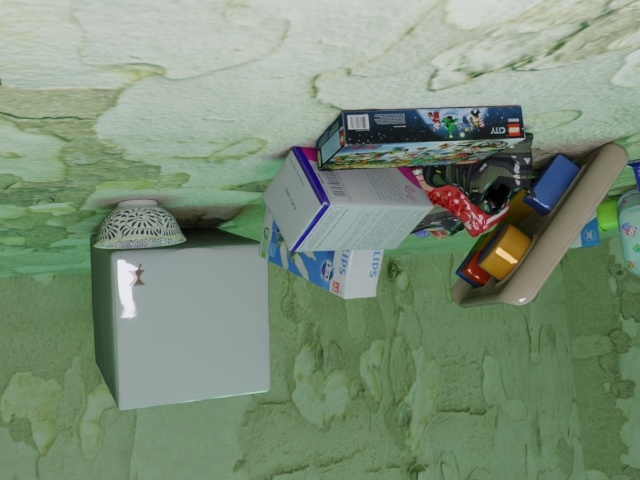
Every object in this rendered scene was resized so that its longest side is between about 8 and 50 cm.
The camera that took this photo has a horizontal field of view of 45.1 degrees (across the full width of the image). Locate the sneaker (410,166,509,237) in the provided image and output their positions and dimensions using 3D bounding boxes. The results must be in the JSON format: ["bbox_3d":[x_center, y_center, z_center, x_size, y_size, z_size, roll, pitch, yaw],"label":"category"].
[{"bbox_3d":[0.232,-0.067,1.345,0.221,0.127,0.087,-6,174,-6],"label":"sneaker"}]

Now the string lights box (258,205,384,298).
[{"bbox_3d":[0.000,0.000,1.363,0.077,0.133,0.260,0,-165,-38],"label":"string lights box"}]

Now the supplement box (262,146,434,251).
[{"bbox_3d":[0.043,-0.059,1.156,0.220,0.111,0.114,-1,142,-38],"label":"supplement box"}]

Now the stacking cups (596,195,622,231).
[{"bbox_3d":[0.817,-0.087,2.006,0.316,0.095,0.096,-16,169,42],"label":"stacking cups"}]

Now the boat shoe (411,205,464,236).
[{"bbox_3d":[0.286,-0.055,1.724,0.286,0.092,0.103,-5,177,11],"label":"boat shoe"}]

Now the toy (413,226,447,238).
[{"bbox_3d":[0.287,-0.039,1.847,0.238,0.056,0.137,-9,-158,-3],"label":"toy"}]

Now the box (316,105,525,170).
[{"bbox_3d":[0.124,-0.131,1.008,0.233,0.044,0.159,-4,174,-12],"label":"box"}]

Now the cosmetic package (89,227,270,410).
[{"bbox_3d":[-0.327,0.152,1.737,0.330,0.327,0.394,-3,-173,-22],"label":"cosmetic package"}]

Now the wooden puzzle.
[{"bbox_3d":[0.360,-0.027,1.380,0.081,0.322,0.348,38,173,-3],"label":"wooden puzzle"}]

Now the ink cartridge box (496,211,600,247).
[{"bbox_3d":[0.562,-0.041,1.919,0.231,0.134,0.078,-6,176,1],"label":"ink cartridge box"}]

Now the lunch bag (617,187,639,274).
[{"bbox_3d":[0.873,-0.038,1.872,0.279,0.224,0.107,-9,-151,23],"label":"lunch bag"}]

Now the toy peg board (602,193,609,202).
[{"bbox_3d":[0.515,-0.099,1.677,0.161,0.079,0.161,-9,-171,42],"label":"toy peg board"}]

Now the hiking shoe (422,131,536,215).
[{"bbox_3d":[0.230,-0.091,1.163,0.086,0.114,0.227,-2,174,-27],"label":"hiking shoe"}]

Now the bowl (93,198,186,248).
[{"bbox_3d":[-0.339,-0.033,1.443,0.170,0.080,0.170,-4,175,0],"label":"bowl"}]

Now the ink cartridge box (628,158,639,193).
[{"bbox_3d":[0.761,-0.130,1.567,0.176,0.069,0.371,-9,171,37],"label":"ink cartridge box"}]
